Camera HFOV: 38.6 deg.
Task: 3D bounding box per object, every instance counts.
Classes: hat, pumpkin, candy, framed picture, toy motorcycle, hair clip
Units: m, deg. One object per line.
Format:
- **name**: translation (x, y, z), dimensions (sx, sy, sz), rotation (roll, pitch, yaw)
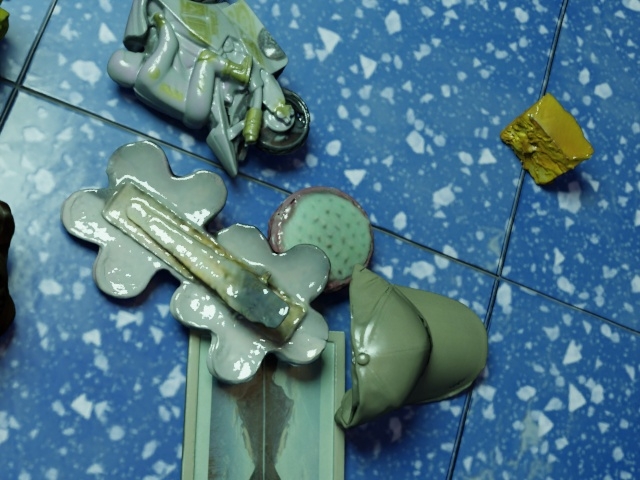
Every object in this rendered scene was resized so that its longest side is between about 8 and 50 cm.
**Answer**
- **hat**: translation (0.091, 0.096, 0.826), dimensions (0.175, 0.085, 0.147), rotation (3, 89, -29)
- **pumpkin**: translation (0.237, -0.104, 0.945), dimensions (0.054, 0.074, 0.083), rotation (-38, 91, -23)
- **candy**: translation (0.000, 0.000, 0.859), dimensions (0.103, 0.043, 0.103), rotation (4, 76, -16)
- **framed picture**: translation (-0.049, 0.178, 0.818), dimensions (0.150, 0.015, 0.203), rotation (6, 76, -17)
- **toy motorcycle**: translation (-0.115, -0.161, 0.841), dimensions (0.152, 0.073, 0.225), rotation (-28, 87, -20)
- **hair clip**: translation (-0.104, 0.021, 0.796), dimensions (0.257, 0.075, 0.146), rotation (35, 89, 8)

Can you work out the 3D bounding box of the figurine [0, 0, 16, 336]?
- **figurine**: translation (-0.313, -0.068, 0.702), dimensions (0.188, 0.168, 0.315), rotation (-8, 83, -8)
